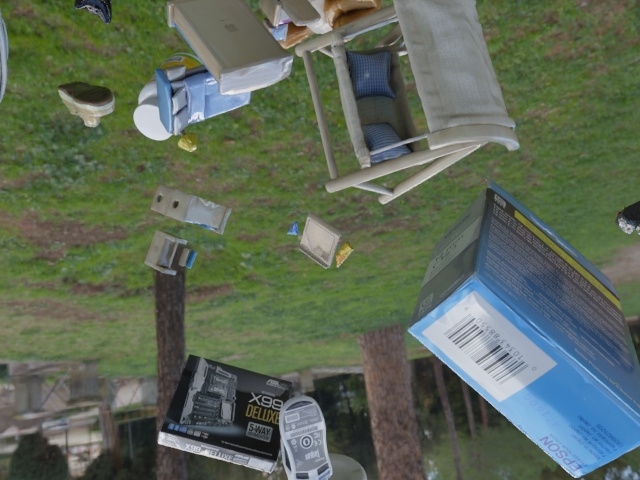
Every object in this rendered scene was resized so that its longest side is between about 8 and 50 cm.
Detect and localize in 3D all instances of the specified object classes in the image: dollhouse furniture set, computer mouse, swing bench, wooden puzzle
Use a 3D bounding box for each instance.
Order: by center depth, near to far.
[{"bbox_3d":[-0.018,0.320,0.821,0.106,0.193,0.042,-8,173,-20],"label":"computer mouse"},{"bbox_3d":[0.126,-0.221,0.847,0.255,0.253,0.165,-23,163,35],"label":"swing bench"},{"bbox_3d":[0.000,0.000,0.916,0.014,0.116,0.078,-24,149,-49],"label":"wooden puzzle"},{"bbox_3d":[-0.145,-0.296,1.100,0.286,0.198,0.303,-24,156,-26],"label":"dollhouse furniture set"},{"bbox_3d":[-0.326,-0.019,1.330,0.129,0.183,0.129,20,180,38],"label":"dollhouse furniture set"}]

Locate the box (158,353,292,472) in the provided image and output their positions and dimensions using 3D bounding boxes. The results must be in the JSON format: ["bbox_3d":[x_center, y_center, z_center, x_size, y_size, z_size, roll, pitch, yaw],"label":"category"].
[{"bbox_3d":[-0.246,0.461,1.524,0.307,0.242,0.076,17,133,-4],"label":"box"}]

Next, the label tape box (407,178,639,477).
[{"bbox_3d":[0.265,0.078,0.726,0.115,0.249,0.347,-49,-178,28],"label":"label tape box"}]

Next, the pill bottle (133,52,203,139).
[{"bbox_3d":[-0.380,-0.366,1.449,0.136,0.245,0.136,7,134,8],"label":"pill bottle"}]

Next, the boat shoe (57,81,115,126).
[{"bbox_3d":[-0.424,-0.246,1.047,0.068,0.072,0.190,-24,-146,-29],"label":"boat shoe"}]

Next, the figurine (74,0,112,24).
[{"bbox_3d":[-0.485,-0.541,1.067,0.215,0.209,0.092,10,171,-38],"label":"figurine"}]

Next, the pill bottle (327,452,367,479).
[{"bbox_3d":[0.018,0.647,1.276,0.161,0.283,0.161,2,-167,0],"label":"pill bottle"}]

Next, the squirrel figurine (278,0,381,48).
[{"bbox_3d":[0.002,-0.707,1.319,0.281,0.397,0.370,27,158,53],"label":"squirrel figurine"}]

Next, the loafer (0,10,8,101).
[{"bbox_3d":[-0.293,-0.219,0.404,0.112,0.111,0.319,-44,174,-25],"label":"loafer"}]

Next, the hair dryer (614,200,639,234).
[{"bbox_3d":[0.595,-0.033,0.879,0.293,0.223,0.080,-40,178,-18],"label":"hair dryer"}]
